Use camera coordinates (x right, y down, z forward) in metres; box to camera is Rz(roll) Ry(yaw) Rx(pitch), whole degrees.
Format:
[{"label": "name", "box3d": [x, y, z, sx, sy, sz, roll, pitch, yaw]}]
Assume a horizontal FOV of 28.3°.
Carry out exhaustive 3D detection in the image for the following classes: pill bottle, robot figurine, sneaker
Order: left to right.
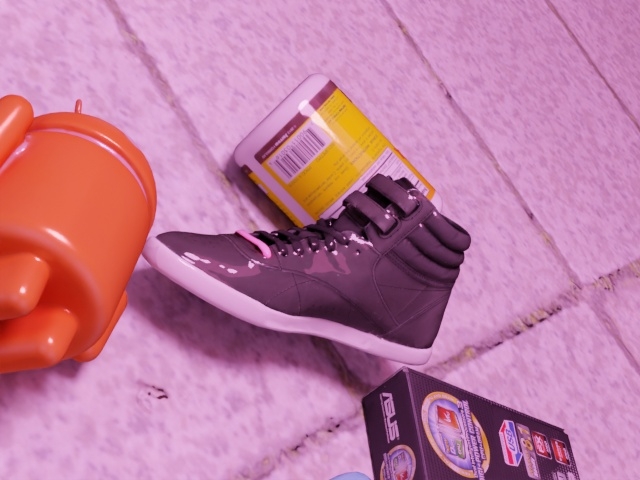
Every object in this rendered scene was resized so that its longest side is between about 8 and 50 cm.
[{"label": "robot figurine", "box3d": [-0.185, -0.006, 0.865, 0.158, 0.128, 0.219, 33, 36, -13]}, {"label": "sneaker", "box3d": [0.000, 0.000, 1.032, 0.295, 0.147, 0.104, 18, 13, -35]}, {"label": "pill bottle", "box3d": [0.030, -0.042, 1.169, 0.215, 0.117, 0.117, 46, 33, -7]}]

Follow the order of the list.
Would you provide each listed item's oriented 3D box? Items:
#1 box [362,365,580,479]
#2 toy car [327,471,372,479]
[{"label": "box", "box3d": [0.149, 0.259, 1.064, 0.216, 0.060, 0.270, 25, 40, -34]}, {"label": "toy car", "box3d": [0.040, 0.268, 0.666, 0.219, 0.210, 0.238, 48, 0, 21]}]
